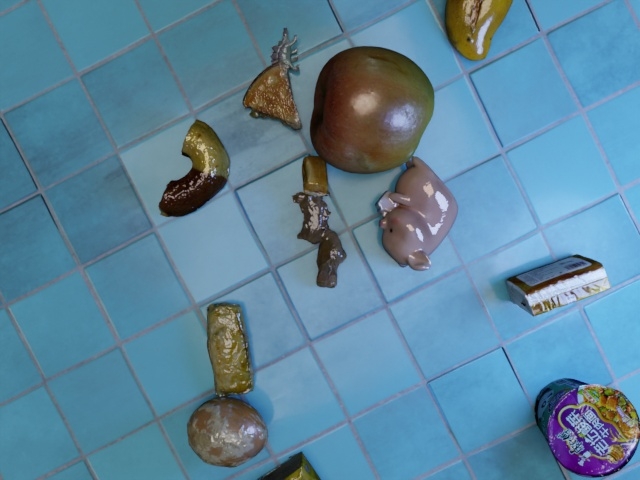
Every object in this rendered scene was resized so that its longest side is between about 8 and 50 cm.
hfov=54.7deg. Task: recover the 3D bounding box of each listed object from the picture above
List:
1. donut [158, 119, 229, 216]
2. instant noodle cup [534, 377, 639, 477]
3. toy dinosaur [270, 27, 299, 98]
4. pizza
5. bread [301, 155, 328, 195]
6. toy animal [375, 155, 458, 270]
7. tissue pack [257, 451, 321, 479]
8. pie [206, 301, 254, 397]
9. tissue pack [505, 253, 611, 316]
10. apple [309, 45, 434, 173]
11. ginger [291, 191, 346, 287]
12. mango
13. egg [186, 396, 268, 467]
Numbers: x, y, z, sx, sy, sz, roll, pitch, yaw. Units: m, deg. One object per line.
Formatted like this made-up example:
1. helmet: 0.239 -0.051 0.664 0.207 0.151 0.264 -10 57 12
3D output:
1. donut: -0.347 -0.183 1.739 0.151 0.112 0.295 22 94 2
2. instant noodle cup: 0.718 0.498 1.716 0.251 0.190 0.251 0 92 0
3. toy dinosaur: -0.099 -0.498 1.759 0.082 0.039 0.209 -7 94 0
4. pizza: -0.114 -0.388 1.746 0.185 0.052 0.195 -40 89 24
5. bread: -0.015 -0.182 1.737 0.074 0.053 0.132 2 51 -10
6. toy animal: 0.256 -0.066 1.693 0.213 0.195 0.256 37 89 -7
7. tissue pack: -0.055 0.778 1.762 0.192 0.134 0.271 -34 92 1
8. pie: -0.263 0.320 1.781 0.128 0.068 0.283 -7 96 2
9. tissue pack: 0.644 0.118 1.704 0.226 0.183 0.092 -23 96 2
10. apple: 0.137 -0.336 1.629 0.304 0.338 0.339 7 92 -15
11. ginger: -0.001 -0.002 1.755 0.122 0.084 0.290 -15 93 -6
12. mango: 0.437 -0.653 1.708 0.177 0.120 0.295 14 92 2
13. egg: -0.259 0.533 1.728 0.233 0.195 0.195 -5 92 12
